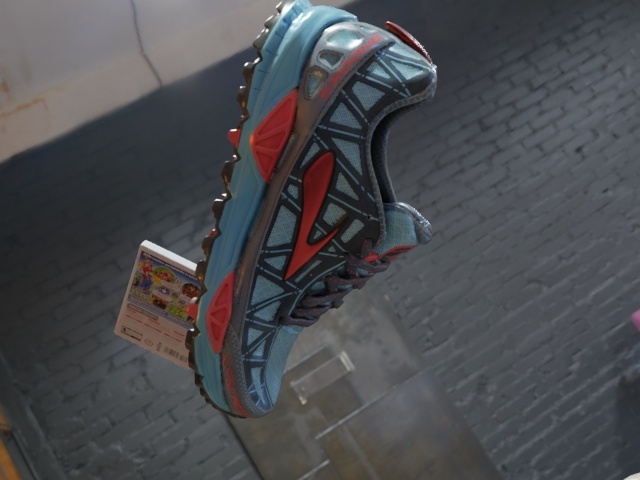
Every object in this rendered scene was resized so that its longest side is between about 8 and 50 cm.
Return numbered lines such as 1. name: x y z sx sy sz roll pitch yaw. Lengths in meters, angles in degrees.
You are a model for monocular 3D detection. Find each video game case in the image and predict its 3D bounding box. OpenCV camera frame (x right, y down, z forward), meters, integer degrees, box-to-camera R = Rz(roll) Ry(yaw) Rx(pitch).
1. video game case: -0.148 0.066 0.696 0.122 0.087 0.011 -64 0 34

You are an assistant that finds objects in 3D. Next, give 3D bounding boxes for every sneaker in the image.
1. sneaker: 0.000 0.000 0.423 0.104 0.125 0.262 -50 -25 -71

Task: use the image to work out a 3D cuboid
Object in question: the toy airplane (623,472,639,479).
1. toy airplane: 0.260 0.321 0.289 0.272 0.386 0.385 -30 -46 -48
